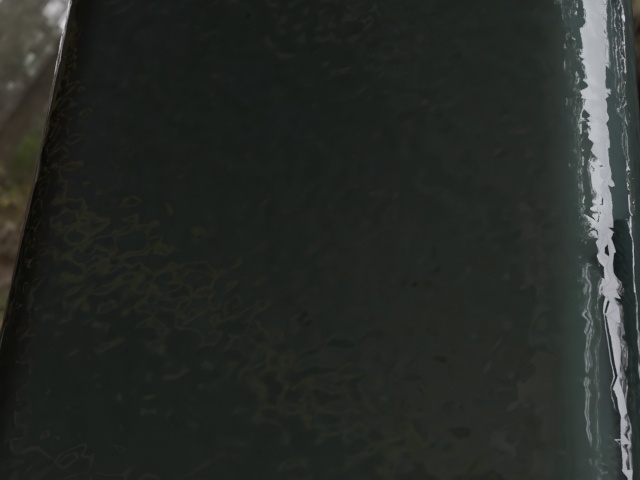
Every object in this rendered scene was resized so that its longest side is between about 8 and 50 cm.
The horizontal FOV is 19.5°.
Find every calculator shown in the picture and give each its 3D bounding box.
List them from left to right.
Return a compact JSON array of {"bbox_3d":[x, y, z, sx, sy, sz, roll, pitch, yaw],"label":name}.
[{"bbox_3d":[0.000,0.000,0.397,0.141,0.246,0.045,-10,-43,16],"label":"calculator"}]
